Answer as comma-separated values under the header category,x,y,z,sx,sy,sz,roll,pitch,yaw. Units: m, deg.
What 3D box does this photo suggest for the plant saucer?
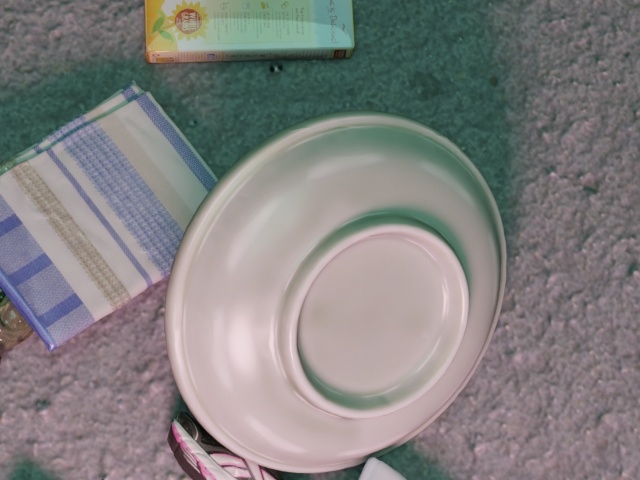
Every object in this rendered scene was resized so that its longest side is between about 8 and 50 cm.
category,x,y,z,sx,sy,sz,roll,pitch,yaw
plant saucer,0.040,0.069,1.821,0.400,0.100,0.400,-9,110,-25

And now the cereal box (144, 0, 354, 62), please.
category,x,y,z,sx,sy,sz,roll,pitch,yaw
cereal box,-0.084,-0.293,2.036,0.240,0.047,0.173,-1,77,-5

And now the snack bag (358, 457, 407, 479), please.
category,x,y,z,sx,sy,sz,roll,pitch,yaw
snack bag,0.121,0.421,1.815,0.342,0.037,0.323,37,55,-3

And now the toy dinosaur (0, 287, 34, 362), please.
category,x,y,z,sx,sy,sz,roll,pitch,yaw
toy dinosaur,-0.327,0.040,1.935,0.118,0.064,0.268,45,73,3

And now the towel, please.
category,x,y,z,sx,sy,sz,roll,pitch,yaw
towel,-0.245,-0.031,1.930,0.285,0.034,0.209,-36,82,-28

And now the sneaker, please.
category,x,y,z,sx,sy,sz,roll,pitch,yaw
sneaker,-0.087,0.246,1.906,0.178,0.072,0.077,45,65,-2
